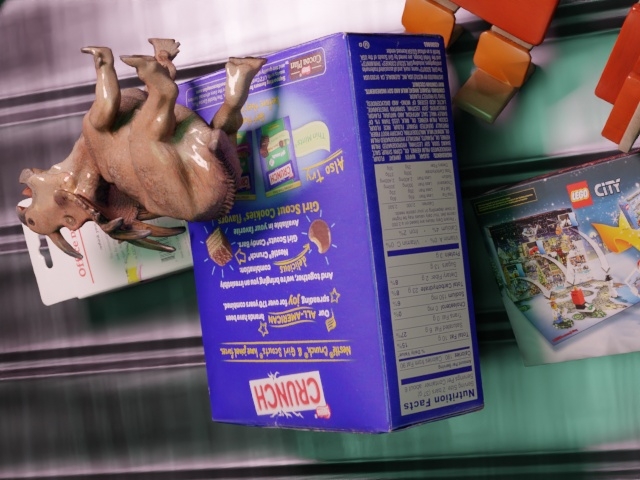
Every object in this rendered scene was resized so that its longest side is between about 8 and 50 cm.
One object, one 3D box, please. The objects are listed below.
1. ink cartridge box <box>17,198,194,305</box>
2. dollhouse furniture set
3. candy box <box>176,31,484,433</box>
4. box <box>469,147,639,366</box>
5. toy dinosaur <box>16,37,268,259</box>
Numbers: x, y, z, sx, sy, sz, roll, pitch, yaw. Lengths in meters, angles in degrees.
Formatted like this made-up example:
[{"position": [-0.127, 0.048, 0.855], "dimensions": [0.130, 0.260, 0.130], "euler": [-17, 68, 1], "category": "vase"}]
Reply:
[{"position": [-0.190, -0.013, 1.333], "dimensions": [0.198, 0.067, 0.115], "euler": [-16, 87, 19], "category": "ink cartridge box"}, {"position": [0.169, -0.193, 1.076], "dimensions": [0.259, 0.135, 0.262], "euler": [30, 144, 14], "category": "dollhouse furniture set"}, {"position": [0.000, 0.000, 1.173], "dimensions": [0.268, 0.122, 0.317], "euler": [-6, 89, 53], "category": "candy box"}, {"position": [0.244, 0.012, 1.119], "dimensions": [0.233, 0.044, 0.159], "euler": [-15, 95, 48], "category": "box"}, {"position": [-0.135, -0.062, 1.142], "dimensions": [0.295, 0.127, 0.200], "euler": [19, 111, 49], "category": "toy dinosaur"}]
